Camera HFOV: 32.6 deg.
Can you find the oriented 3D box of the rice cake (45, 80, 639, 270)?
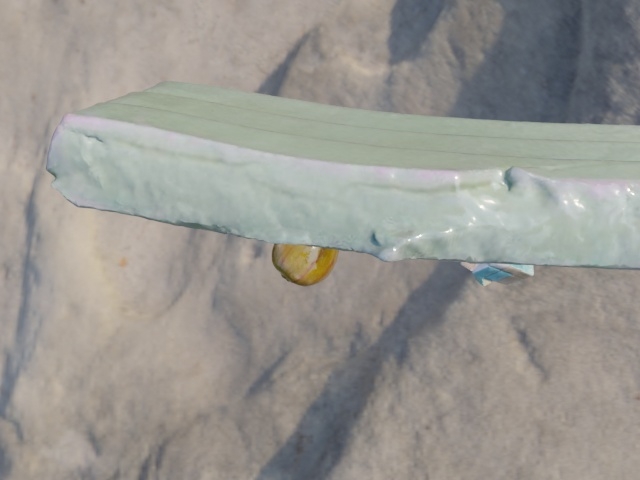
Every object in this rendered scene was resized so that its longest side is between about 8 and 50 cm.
[{"bbox_3d":[0.027,-0.026,0.420,0.237,0.127,0.043,6,105,6],"label":"rice cake"}]

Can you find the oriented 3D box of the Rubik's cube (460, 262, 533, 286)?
[{"bbox_3d":[0.204,0.013,1.283,0.073,0.075,0.084,-31,32,46],"label":"Rubik's cube"}]

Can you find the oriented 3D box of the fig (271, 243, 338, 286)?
[{"bbox_3d":[0.000,0.000,0.859,0.083,0.050,0.050,-45,59,12],"label":"fig"}]
